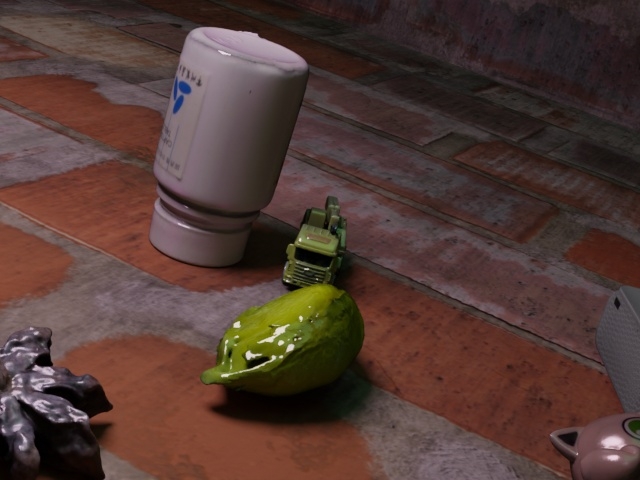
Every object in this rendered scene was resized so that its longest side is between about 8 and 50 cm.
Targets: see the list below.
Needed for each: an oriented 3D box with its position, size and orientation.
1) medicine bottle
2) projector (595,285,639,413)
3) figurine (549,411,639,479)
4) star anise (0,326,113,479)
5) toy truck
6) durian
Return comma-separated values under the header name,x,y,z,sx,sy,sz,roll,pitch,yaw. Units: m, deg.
name,x,y,z,sx,sy,sz,roll,pitch,yaw
medicine bottle,-0.129,-0.122,1.370,0.170,0.293,0.170,15,20,-5
projector,0.485,0.169,1.339,0.198,0.108,0.250,14,20,-4
figurine,0.314,0.233,1.044,0.138,0.125,0.125,-8,28,-17
star anise,-0.303,0.138,0.913,0.262,0.081,0.230,20,33,3
toy truck,0.000,0.000,1.420,0.077,0.100,0.169,15,21,4
durian,-0.028,0.112,1.143,0.139,0.101,0.250,-15,12,22
